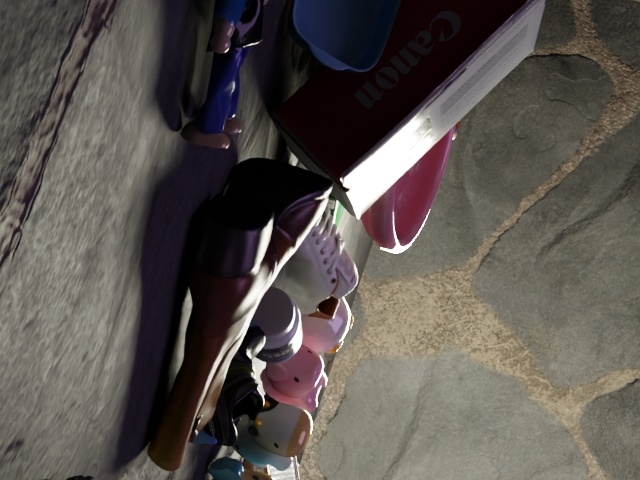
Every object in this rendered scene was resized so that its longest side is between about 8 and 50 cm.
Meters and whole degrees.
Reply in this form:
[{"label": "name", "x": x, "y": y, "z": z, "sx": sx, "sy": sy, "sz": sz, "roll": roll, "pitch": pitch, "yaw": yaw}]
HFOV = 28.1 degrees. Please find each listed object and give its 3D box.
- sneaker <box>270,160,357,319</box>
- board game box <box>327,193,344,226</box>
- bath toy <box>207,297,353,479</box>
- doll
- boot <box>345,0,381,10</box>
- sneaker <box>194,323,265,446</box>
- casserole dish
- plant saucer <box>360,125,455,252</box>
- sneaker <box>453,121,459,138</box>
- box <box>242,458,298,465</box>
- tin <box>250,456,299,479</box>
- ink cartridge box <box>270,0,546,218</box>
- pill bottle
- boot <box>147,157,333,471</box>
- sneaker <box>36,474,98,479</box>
[{"label": "sneaker", "x": 0.000, "y": 0.000, "z": 1.716, "sx": 0.290, "sy": 0.123, "sz": 0.106, "roll": 97, "pitch": 13, "yaw": -52}, {"label": "board game box", "x": 0.046, "y": -0.121, "z": 2.236, "sx": 0.136, "sy": 0.030, "sz": 0.260, "roll": 103, "pitch": 7, "yaw": -50}, {"label": "bath toy", "x": -0.053, "y": 0.205, "z": 1.833, "sx": 0.151, "sy": 0.129, "sz": 0.348, "roll": -13, "pitch": -136, "yaw": 44}, {"label": "doll", "x": -0.068, "y": -0.168, "z": 0.999, "sx": 0.129, "sy": 0.046, "sz": 0.189, "roll": -63, "pitch": 168, "yaw": -64}, {"label": "boot", "x": 0.049, "y": -0.280, "z": 1.522, "sx": 0.258, "sy": 0.095, "sz": 0.123, "roll": -60, "pitch": 166, "yaw": -54}, {"label": "sneaker", "x": -0.099, "y": 0.172, "z": 1.484, "sx": 0.188, "sy": 0.078, "sz": 0.067, "roll": -67, "pitch": 171, "yaw": -51}, {"label": "casserole dish", "x": 0.026, "y": -0.259, "z": 1.357, "sx": 0.037, "sy": 0.114, "sz": 0.188, "roll": -22, "pitch": -136, "yaw": 58}, {"label": "plant saucer", "x": 0.113, "y": -0.151, "z": 1.761, "sx": 0.332, "sy": 0.084, "sz": 0.332, "roll": 16, "pitch": 90, "yaw": -74}, {"label": "sneaker", "x": 0.124, "y": -0.165, "z": 2.003, "sx": 0.321, "sy": 0.180, "sz": 0.125, "roll": 96, "pitch": -3, "yaw": -59}, {"label": "box", "x": -0.110, "y": 0.453, "z": 2.069, "sx": 0.156, "sy": 0.093, "sz": 0.158, "roll": -62, "pitch": 168, "yaw": -55}, {"label": "tin", "x": -0.073, "y": 0.349, "z": 1.971, "sx": 0.106, "sy": 0.040, "sz": 0.190, "roll": 7, "pitch": 71, "yaw": -58}, {"label": "ink cartridge box", "x": 0.102, "y": -0.191, "z": 1.458, "sx": 0.309, "sy": 0.130, "sz": 0.272, "roll": -44, "pitch": 172, "yaw": -2}, {"label": "pill bottle", "x": -0.063, "y": 0.107, "z": 1.630, "sx": 0.137, "sy": 0.078, "sz": 0.078, "roll": 85, "pitch": 22, "yaw": -73}, {"label": "boot", "x": -0.079, "y": 0.071, "z": 1.321, "sx": 0.264, "sy": 0.096, "sz": 0.280, "roll": -61, "pitch": 167, "yaw": -65}, {"label": "sneaker", "x": -0.184, "y": 0.205, "z": 0.938, "sx": 0.178, "sy": 0.072, "sz": 0.077, "roll": 75, "pitch": -6, "yaw": -59}]
